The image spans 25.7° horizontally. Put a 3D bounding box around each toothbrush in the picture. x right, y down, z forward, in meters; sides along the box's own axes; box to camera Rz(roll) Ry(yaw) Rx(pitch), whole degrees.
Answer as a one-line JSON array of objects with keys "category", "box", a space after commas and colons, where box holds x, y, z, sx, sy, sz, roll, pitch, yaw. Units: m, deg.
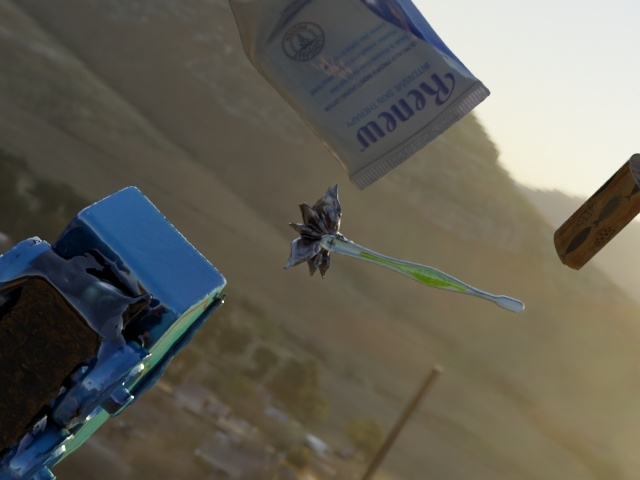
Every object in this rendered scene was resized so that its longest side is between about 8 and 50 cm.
[{"category": "toothbrush", "box": [0.123, 0.041, 1.669, 0.263, 0.022, 0.026, 19, 1, -13]}]

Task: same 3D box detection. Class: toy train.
[{"category": "toy train", "box": [-0.250, 0.102, 1.380, 0.188, 0.300, 0.265, 46, 30, 5]}]

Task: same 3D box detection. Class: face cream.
[{"category": "face cream", "box": [0.028, -0.266, 1.888, 0.420, 0.235, 0.137, 46, 12, -34]}]

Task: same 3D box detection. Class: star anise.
[{"category": "star anise", "box": [-0.008, 0.003, 1.906, 0.056, 0.129, 0.124, 15, -48, 41]}]

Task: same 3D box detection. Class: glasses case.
[{"category": "glasses case", "box": [0.350, -0.036, 1.731, 0.041, 0.170, 0.064, 20, 50, -17]}]
